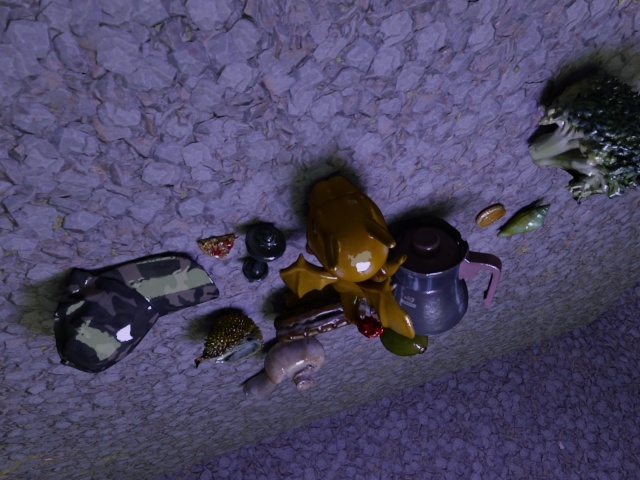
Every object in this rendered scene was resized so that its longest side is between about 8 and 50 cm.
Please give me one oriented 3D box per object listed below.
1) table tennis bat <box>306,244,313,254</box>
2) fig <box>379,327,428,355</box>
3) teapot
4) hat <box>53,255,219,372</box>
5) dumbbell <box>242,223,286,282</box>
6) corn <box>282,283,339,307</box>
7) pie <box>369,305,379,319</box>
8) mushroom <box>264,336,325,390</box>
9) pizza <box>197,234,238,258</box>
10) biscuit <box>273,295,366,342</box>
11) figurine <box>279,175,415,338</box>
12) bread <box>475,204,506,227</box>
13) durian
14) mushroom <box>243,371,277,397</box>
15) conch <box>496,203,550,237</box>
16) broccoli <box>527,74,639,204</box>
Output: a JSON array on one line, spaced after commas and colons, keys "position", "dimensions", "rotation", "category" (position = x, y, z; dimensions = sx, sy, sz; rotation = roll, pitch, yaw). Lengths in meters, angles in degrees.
[{"position": [0.000, 0.000, 1.355], "dimensions": [0.098, 0.019, 0.155], "rotation": [-20, 150, -4], "category": "table tennis bat"}, {"position": [0.374, 0.429, 1.999], "dimensions": [0.202, 0.225, 0.203], "rotation": [-13, 122, -22], "category": "fig"}, {"position": [0.365, 0.116, 1.458], "dimensions": [0.375, 0.306, 0.362], "rotation": [8, 142, 17], "category": "teapot"}, {"position": [-0.474, 0.211, 1.219], "dimensions": [0.381, 0.257, 0.366], "rotation": [-2, 149, 4], "category": "hat"}, {"position": [-0.168, 0.052, 1.257], "dimensions": [0.110, 0.110, 0.254], "rotation": [-5, 149, -24], "category": "dumbbell"}, {"position": [-0.025, 0.179, 1.544], "dimensions": [0.207, 0.068, 0.068], "rotation": [-14, 146, -13], "category": "corn"}, {"position": [0.297, 0.250, 1.803], "dimensions": [0.218, 0.054, 0.204], "rotation": [-36, 142, 22], "category": "pie"}, {"position": [-0.094, 0.475, 1.811], "dimensions": [0.253, 0.195, 0.189], "rotation": [-14, 142, -18], "category": "mushroom"}, {"position": [-0.277, 0.019, 1.205], "dimensions": [0.099, 0.029, 0.100], "rotation": [7, 137, -36], "category": "pizza"}, {"position": [-0.004, 0.269, 1.573], "dimensions": [0.331, 0.103, 0.332], "rotation": [-17, 168, -4], "category": "biscuit"}, {"position": [0.100, 0.059, 1.190], "dimensions": [0.268, 0.400, 0.387], "rotation": [-48, 148, -23], "category": "figurine"}, {"position": [0.585, -0.082, 1.572], "dimensions": [0.110, 0.024, 0.110], "rotation": [-16, 145, -11], "category": "bread"}, {"position": [-0.314, 0.326, 1.519], "dimensions": [0.237, 0.138, 0.193], "rotation": [-20, 150, -9], "category": "durian"}, {"position": [-0.240, 0.626, 2.031], "dimensions": [0.247, 0.108, 0.096], "rotation": [-42, -177, 31], "category": "mushroom"}, {"position": [0.737, -0.067, 1.640], "dimensions": [0.094, 0.080, 0.200], "rotation": [-10, 164, -41], "category": "conch"}, {"position": [0.697, -0.251, 1.205], "dimensions": [0.347, 0.294, 0.281], "rotation": [13, 172, -27], "category": "broccoli"}]
